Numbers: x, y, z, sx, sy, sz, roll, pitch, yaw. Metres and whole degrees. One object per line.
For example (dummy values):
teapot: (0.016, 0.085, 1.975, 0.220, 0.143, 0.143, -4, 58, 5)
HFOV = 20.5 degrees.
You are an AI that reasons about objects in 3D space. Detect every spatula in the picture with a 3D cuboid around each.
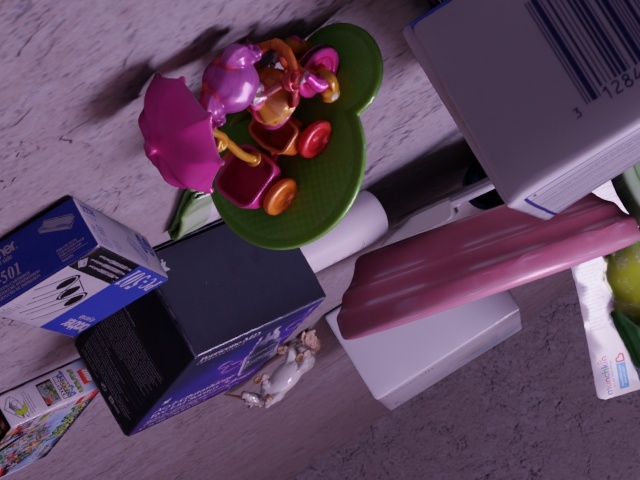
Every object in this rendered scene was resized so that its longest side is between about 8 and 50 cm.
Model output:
spatula: (0.178, -0.057, 1.810, 0.242, 0.019, 0.168, -24, -178, 13)

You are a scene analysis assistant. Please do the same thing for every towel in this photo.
towel: (-0.052, -0.049, 1.493, 0.152, 0.023, 0.113, -27, 167, -21)

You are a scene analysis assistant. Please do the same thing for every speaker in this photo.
speaker: (0.000, 0.000, 1.753, 0.136, 0.055, 0.055, -26, 167, -26)

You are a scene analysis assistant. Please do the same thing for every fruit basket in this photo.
fruit basket: (0.441, -0.016, 2.090, 0.327, 0.353, 0.165, -18, -167, -7)

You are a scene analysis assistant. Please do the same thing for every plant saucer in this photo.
plant saucer: (0.168, 0.015, 1.867, 0.332, 0.084, 0.332, -19, 177, -1)

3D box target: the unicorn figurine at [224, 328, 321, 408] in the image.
unicorn figurine: (-0.057, 0.184, 2.359, 0.162, 0.060, 0.111, -32, 168, 3)

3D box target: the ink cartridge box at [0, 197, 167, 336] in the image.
ink cartridge box: (-0.193, 0.024, 1.378, 0.097, 0.046, 0.207, -31, 169, 3)

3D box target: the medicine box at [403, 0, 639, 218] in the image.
medicine box: (0.227, -0.146, 1.299, 0.263, 0.149, 0.289, -32, 173, 10)

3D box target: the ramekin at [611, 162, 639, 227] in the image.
ramekin: (0.440, -0.113, 1.848, 0.303, 0.303, 0.148, -31, 176, -5)

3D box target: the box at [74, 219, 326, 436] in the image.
box: (-0.115, 0.075, 1.636, 0.153, 0.108, 0.207, -24, 166, -32)

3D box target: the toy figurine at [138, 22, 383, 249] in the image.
toy figurine: (-0.049, -0.084, 1.191, 0.173, 0.130, 0.159, -57, 153, 10)

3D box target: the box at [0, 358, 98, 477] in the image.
box: (-0.305, 0.192, 1.808, 0.114, 0.036, 0.207, -24, 166, -34)

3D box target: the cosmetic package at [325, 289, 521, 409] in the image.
cosmetic package: (0.145, 0.111, 2.393, 0.224, 0.138, 0.225, -32, 167, 2)

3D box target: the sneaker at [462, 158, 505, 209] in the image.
sneaker: (0.266, -0.103, 1.951, 0.232, 0.081, 0.090, -29, 175, -9)

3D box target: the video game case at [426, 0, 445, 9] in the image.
video game case: (0.191, -0.251, 1.235, 0.232, 0.042, 0.210, -29, 170, -14)
